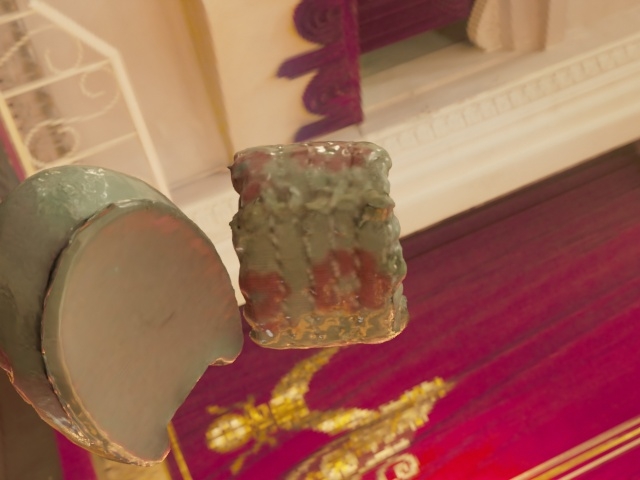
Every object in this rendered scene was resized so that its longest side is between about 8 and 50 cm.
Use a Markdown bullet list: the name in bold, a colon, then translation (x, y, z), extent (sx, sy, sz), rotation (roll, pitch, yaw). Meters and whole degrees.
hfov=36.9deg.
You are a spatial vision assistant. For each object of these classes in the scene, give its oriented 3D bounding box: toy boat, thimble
- **toy boat**: translation (-0.121, 0.040, 0.541), extent (0.078, 0.134, 0.208), rotation (25, -24, 32)
- **thimble**: translation (0.000, 0.000, 0.869), extent (0.211, 0.149, 0.185), rotation (80, 6, -71)
